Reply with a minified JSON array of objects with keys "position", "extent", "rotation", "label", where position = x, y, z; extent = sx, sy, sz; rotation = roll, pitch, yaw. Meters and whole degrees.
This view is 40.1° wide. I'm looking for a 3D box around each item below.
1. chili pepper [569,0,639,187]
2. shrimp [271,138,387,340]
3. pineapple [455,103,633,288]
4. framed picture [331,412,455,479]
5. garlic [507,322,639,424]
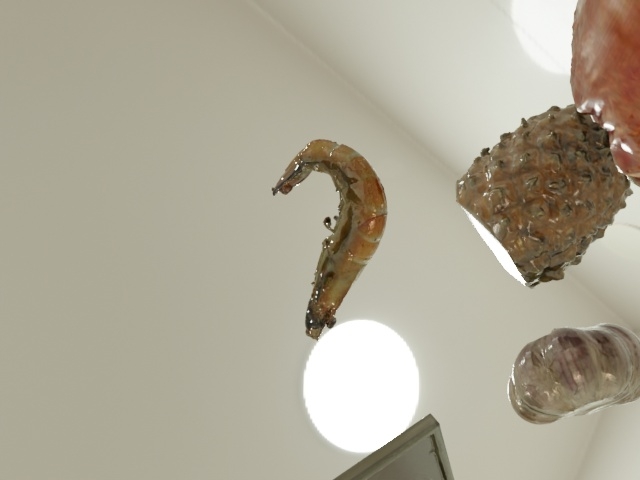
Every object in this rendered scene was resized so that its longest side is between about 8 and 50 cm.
[{"position":[0.256,-0.163,0.403],"extent":[0.251,0.305,0.229],"rotation":[-35,-98,-13],"label":"chili pepper"},{"position":[0.000,0.000,0.545],"extent":[0.025,0.091,0.127],"rotation":[-5,-63,-45],"label":"shrimp"},{"position":[0.301,-0.110,0.918],"extent":[0.340,0.169,0.169],"rotation":[-43,-76,2],"label":"pineapple"},{"position":[0.059,0.287,0.880],"extent":[0.189,0.023,0.260],"rotation":[-33,-39,-8],"label":"framed picture"},{"position":[0.286,0.145,0.988],"extent":[0.159,0.147,0.102],"rotation":[-19,-114,9],"label":"garlic"}]
